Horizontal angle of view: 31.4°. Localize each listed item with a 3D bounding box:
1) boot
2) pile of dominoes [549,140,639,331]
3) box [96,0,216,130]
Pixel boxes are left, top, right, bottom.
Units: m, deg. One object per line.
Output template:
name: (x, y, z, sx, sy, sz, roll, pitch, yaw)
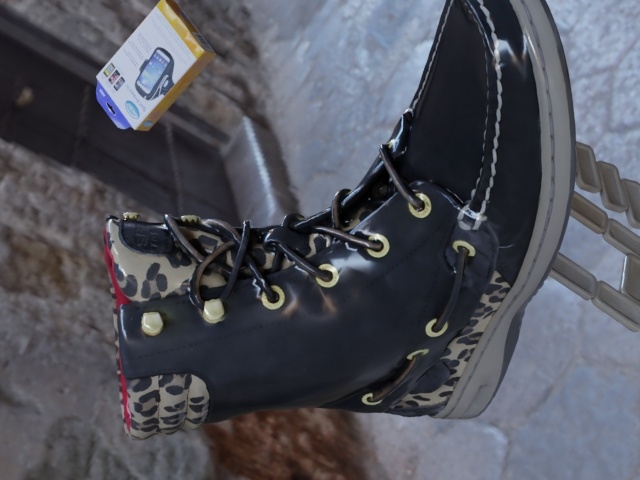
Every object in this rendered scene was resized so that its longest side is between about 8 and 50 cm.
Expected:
boot: (0.000, 0.000, 0.767, 0.377, 0.284, 0.138, 98, 162, -46)
pile of dominoes: (0.220, -0.037, 1.127, 0.040, 0.251, 0.196, -46, 15, 46)
box: (-0.182, -0.182, 1.218, 0.136, 0.081, 0.028, -44, -19, 23)
